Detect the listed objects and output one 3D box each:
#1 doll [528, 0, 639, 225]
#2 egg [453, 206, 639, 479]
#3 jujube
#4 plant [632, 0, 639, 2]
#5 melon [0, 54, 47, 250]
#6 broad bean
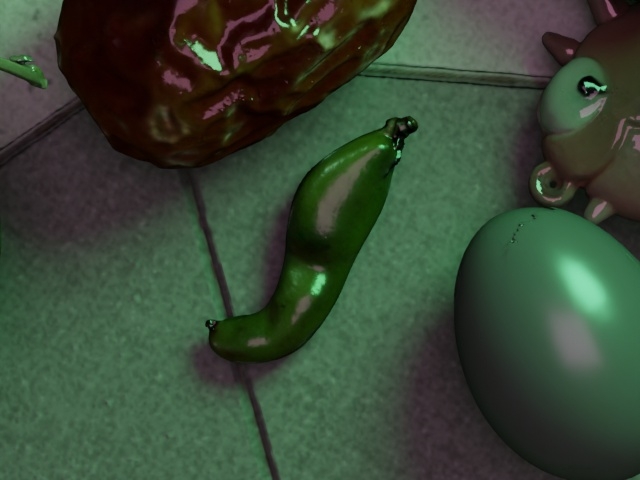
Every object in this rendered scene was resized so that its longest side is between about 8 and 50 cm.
[{"bbox_3d":[0.258,-0.098,1.252,0.262,0.093,0.211,-24,76,-2],"label":"doll"},{"bbox_3d":[0.167,0.070,1.215,0.146,0.146,0.199,-26,97,-4],"label":"egg"},{"bbox_3d":[-0.055,-0.157,1.204,0.250,0.174,0.174,-29,90,0],"label":"jujube"},{"bbox_3d":[0.255,-0.305,1.205,0.188,0.199,0.276,39,74,-11],"label":"plant"},{"bbox_3d":[-0.338,0.012,1.140,0.271,0.272,0.308,13,104,-2],"label":"melon"},{"bbox_3d":[0.000,0.000,1.259,0.070,0.048,0.214,36,90,-2],"label":"broad bean"}]
